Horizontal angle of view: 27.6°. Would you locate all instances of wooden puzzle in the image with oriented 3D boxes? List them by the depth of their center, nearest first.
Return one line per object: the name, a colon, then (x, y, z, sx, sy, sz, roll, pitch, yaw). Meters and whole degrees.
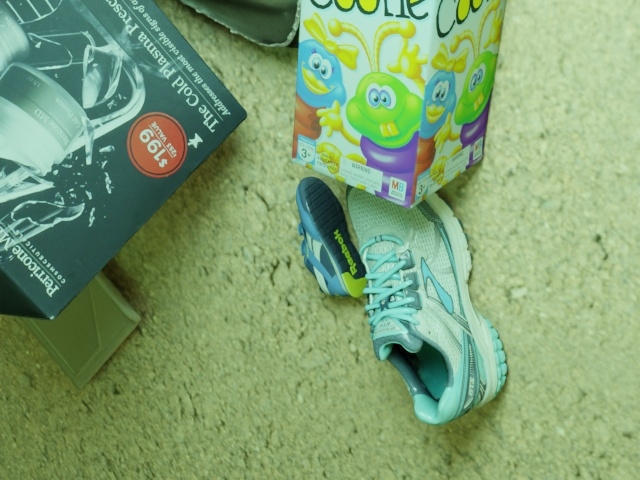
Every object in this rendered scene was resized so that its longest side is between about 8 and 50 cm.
wooden puzzle: (-0.350, 0.070, 1.773, 0.221, 0.044, 0.238, 50, 139, 6)

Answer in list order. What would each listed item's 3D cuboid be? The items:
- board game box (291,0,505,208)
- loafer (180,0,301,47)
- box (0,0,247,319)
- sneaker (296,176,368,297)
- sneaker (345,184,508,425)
board game box: (0.075, -0.195, 1.206, 0.144, 0.142, 0.275, 23, 126, 28)
loafer: (-0.145, -0.298, 1.336, 0.366, 0.130, 0.133, 34, 130, 20)
box: (-0.312, -0.144, 1.346, 0.343, 0.312, 0.179, 49, 157, -20)
sneaker: (0.000, 0.000, 1.437, 0.059, 0.053, 0.144, -10, 106, 44)
sneaker: (0.097, 0.059, 1.341, 0.110, 0.122, 0.283, -20, 99, 44)
